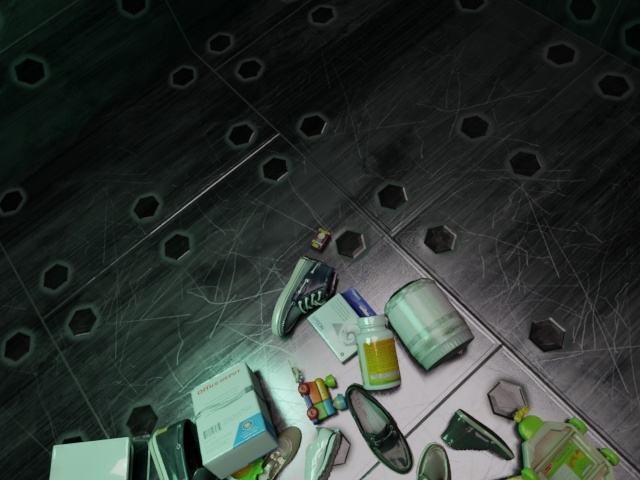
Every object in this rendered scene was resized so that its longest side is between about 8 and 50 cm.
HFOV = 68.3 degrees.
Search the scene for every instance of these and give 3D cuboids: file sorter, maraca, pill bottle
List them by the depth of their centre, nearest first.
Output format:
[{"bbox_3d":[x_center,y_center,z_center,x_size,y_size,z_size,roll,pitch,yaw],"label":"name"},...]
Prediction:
[{"bbox_3d":[-0.264,0.759,1.616,0.186,0.099,0.127,22,75,43],"label":"maraca"},{"bbox_3d":[-0.765,0.808,1.652,0.278,0.173,0.192,-9,66,6],"label":"file sorter"},{"bbox_3d":[0.199,0.389,1.662,0.136,0.136,0.245,-10,82,5],"label":"pill bottle"}]

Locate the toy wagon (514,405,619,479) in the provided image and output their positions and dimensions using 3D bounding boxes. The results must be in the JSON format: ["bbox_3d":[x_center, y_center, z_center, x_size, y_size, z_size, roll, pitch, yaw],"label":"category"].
[{"bbox_3d":[0.753,0.681,1.489,0.267,0.068,0.344,-33,64,-20],"label":"toy wagon"}]

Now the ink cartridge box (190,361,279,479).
[{"bbox_3d":[-0.300,0.609,1.623,0.223,0.129,0.307,-29,38,-4],"label":"ink cartridge box"}]

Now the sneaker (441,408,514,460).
[{"bbox_3d":[0.518,0.671,1.560,0.222,0.083,0.118,36,95,15],"label":"sneaker"}]

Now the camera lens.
[{"bbox_3d":[0.375,0.287,1.665,0.219,0.219,0.274,-32,65,-5],"label":"camera lens"}]

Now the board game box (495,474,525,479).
[{"bbox_3d":[0.571,0.855,1.467,0.194,0.060,0.194,-16,66,2],"label":"board game box"}]

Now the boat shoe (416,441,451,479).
[{"bbox_3d":[0.354,0.816,1.500,0.117,0.096,0.324,11,69,14],"label":"boat shoe"}]

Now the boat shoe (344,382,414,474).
[{"bbox_3d":[0.194,0.633,1.600,0.127,0.113,0.340,-30,65,-4],"label":"boat shoe"}]

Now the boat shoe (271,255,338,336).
[{"bbox_3d":[-0.055,0.224,1.811,0.158,0.127,0.340,13,68,26],"label":"boat shoe"}]

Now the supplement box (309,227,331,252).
[{"bbox_3d":[0.000,0.000,1.954,0.055,0.043,0.083,26,74,18],"label":"supplement box"}]

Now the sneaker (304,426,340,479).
[{"bbox_3d":[-0.014,0.760,1.605,0.095,0.090,0.235,13,65,28],"label":"sneaker"}]

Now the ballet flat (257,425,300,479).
[{"bbox_3d":[-0.154,0.755,1.623,0.086,0.086,0.248,30,74,20],"label":"ballet flat"}]

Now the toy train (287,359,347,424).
[{"bbox_3d":[-0.011,0.517,1.697,0.143,0.105,0.248,-20,64,-7],"label":"toy train"}]

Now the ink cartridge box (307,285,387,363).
[{"bbox_3d":[0.102,0.313,1.796,0.224,0.045,0.223,-38,66,-8],"label":"ink cartridge box"}]

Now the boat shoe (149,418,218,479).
[{"bbox_3d":[-0.410,0.830,1.580,0.156,0.187,0.500,-37,60,-1],"label":"boat shoe"}]
